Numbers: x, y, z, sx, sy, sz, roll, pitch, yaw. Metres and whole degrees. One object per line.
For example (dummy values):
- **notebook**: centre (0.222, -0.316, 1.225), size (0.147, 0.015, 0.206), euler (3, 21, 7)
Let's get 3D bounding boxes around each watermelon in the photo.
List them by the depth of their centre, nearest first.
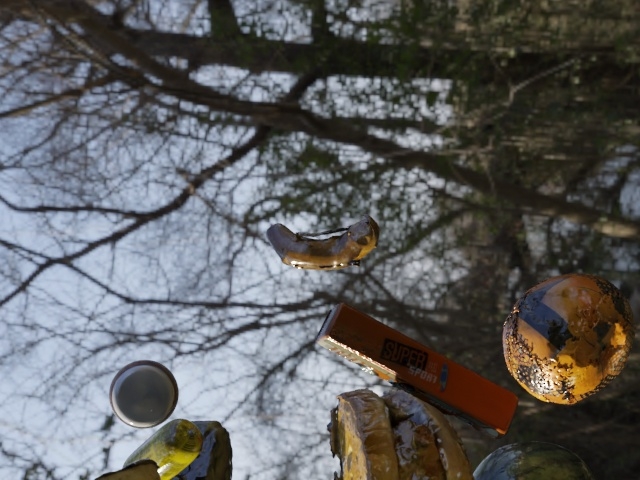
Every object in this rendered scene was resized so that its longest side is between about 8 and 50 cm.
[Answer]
- **watermelon**: centre (0.550, 0.649, 2.231), size (0.279, 0.359, 0.279), euler (-176, 90, -67)

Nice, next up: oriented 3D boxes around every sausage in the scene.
- **sausage**: centre (-0.419, 0.571, 2.313), size (0.347, 0.123, 0.123), euler (-42, 18, 34)

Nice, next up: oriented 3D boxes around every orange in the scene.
- **orange**: centre (0.424, 0.167, 1.499), size (0.234, 0.182, 0.234), euler (-12, -68, -33)

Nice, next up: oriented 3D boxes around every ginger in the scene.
- **ginger**: centre (0.007, 0.013, 2.223), size (0.107, 0.309, 0.133), euler (-51, -49, -66)

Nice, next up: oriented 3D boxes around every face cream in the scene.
- **face cream**: centre (-0.303, 0.262, 1.509), size (0.104, 0.117, 0.117), euler (163, 113, -80)

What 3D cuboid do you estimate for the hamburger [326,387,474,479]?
- **hamburger**: centre (0.182, 0.503, 1.750), size (0.287, 0.268, 0.445), euler (129, 139, -68)

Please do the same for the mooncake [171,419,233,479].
- **mooncake**: centre (-0.391, 0.711, 2.511), size (0.393, 0.246, 0.394), euler (51, -140, -72)

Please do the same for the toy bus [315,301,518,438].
- **toy bus**: centre (0.189, 0.250, 1.673), size (0.093, 0.409, 0.092), euler (-63, 4, -19)

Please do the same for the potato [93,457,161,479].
- **potato**: centre (-0.423, 0.587, 1.755), size (0.242, 0.285, 0.242), euler (48, 149, 42)
